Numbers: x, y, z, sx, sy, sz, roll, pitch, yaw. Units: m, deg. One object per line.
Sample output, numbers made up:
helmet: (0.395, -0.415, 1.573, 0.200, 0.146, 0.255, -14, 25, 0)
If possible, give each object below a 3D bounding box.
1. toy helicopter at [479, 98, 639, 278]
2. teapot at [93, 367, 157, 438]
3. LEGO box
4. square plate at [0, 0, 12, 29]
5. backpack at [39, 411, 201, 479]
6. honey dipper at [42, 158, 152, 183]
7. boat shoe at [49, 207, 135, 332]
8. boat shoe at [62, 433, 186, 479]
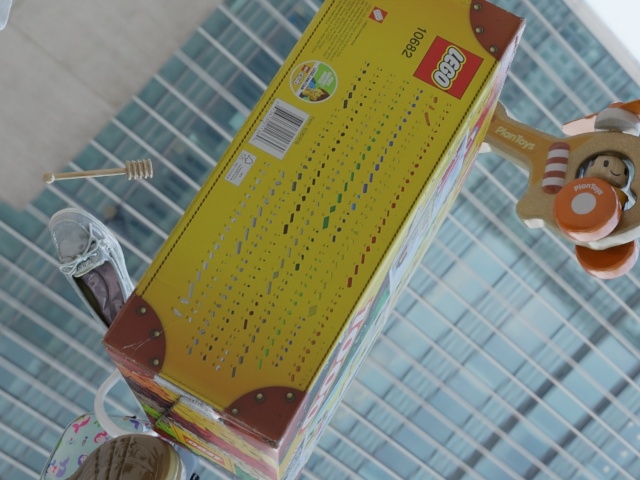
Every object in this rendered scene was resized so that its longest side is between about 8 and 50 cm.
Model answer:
toy helicopter: (0.333, -0.124, 1.533, 0.355, 0.140, 0.235, 34, -98, 39)
teapot: (-0.166, 0.212, 1.640, 0.256, 0.252, 0.187, -33, -129, 12)
LEGO box: (0.000, 0.000, 1.207, 0.500, 0.193, 0.372, -59, 170, -18)
square plate: (-0.429, -0.401, 1.244, 0.347, 0.049, 0.344, -34, 144, -69)
backpack: (-0.372, 0.411, 1.948, 0.253, 0.191, 0.225, 5, -119, 37)
honey dipper: (-0.333, -0.101, 1.657, 0.030, 0.160, 0.031, 174, -90, -77)
boat shoe: (-0.453, 0.080, 2.275, 0.118, 0.321, 0.103, -22, -161, 5)
boat shoe: (-0.259, 0.336, 1.378, 0.341, 0.110, 0.122, -32, -144, 40)
